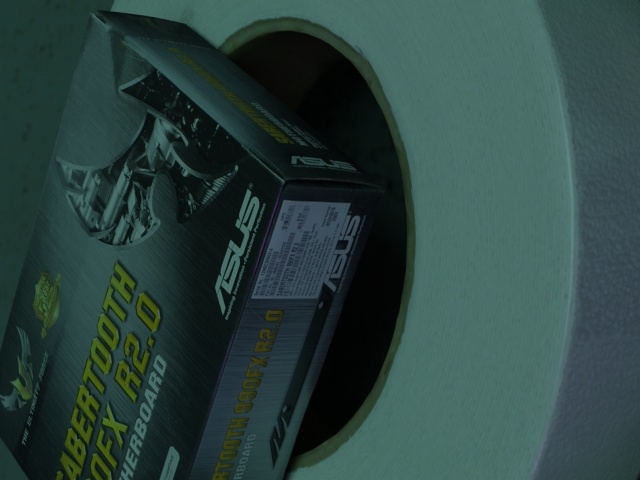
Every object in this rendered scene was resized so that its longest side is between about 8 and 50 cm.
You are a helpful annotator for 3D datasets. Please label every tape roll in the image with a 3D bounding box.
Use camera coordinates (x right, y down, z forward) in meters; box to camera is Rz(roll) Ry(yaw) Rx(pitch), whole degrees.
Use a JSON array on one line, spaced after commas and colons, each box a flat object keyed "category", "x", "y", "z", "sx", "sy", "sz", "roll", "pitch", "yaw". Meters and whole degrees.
[{"category": "tape roll", "x": 0.000, "y": 0.000, "z": 0.721, "sx": 0.392, "sy": 0.072, "sz": 0.392, "roll": -3, "pitch": 86, "yaw": 53}]

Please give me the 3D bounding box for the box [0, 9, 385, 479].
[{"category": "box", "x": -0.074, "y": 0.034, "z": 0.713, "sx": 0.183, "sy": 0.056, "sz": 0.231, "roll": 43, "pitch": 121, "yaw": 44}]
